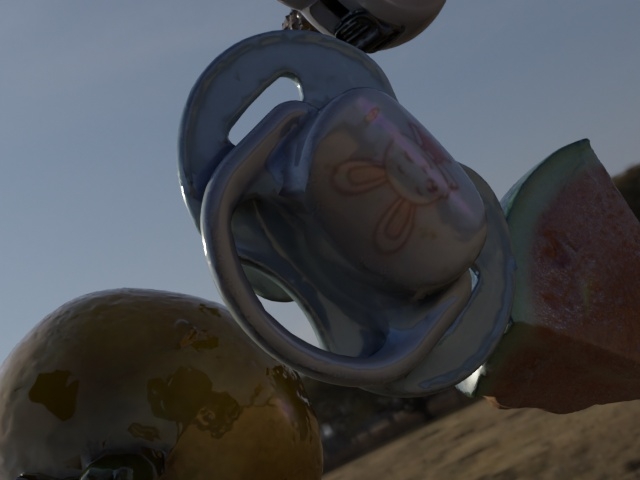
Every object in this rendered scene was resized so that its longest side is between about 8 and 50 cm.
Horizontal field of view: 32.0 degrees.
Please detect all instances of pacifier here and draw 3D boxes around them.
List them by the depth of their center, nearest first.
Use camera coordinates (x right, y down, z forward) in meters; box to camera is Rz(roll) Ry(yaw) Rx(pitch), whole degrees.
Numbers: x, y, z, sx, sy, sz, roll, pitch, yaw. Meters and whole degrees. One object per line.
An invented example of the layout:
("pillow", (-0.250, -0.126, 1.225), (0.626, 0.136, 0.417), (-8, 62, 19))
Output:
("pacifier", (0.000, 0.000, 0.813), (0.238, 0.287, 0.226), (-53, 11, -28))

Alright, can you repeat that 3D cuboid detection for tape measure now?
("tape measure", (0.031, -0.256, 1.037), (0.105, 0.178, 0.196), (-32, 22, 44))

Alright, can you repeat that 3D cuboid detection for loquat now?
("loquat", (-0.163, 0.201, 1.033), (0.328, 0.328, 0.359), (-25, -4, 0))

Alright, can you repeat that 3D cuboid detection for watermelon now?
("watermelon", (0.270, 0.046, 1.212), (0.293, 0.250, 0.283), (-4, 25, 18))

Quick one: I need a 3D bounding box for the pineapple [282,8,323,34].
("pineapple", (0.039, -0.339, 1.526), (0.237, 0.111, 0.119), (-50, -3, 40))
